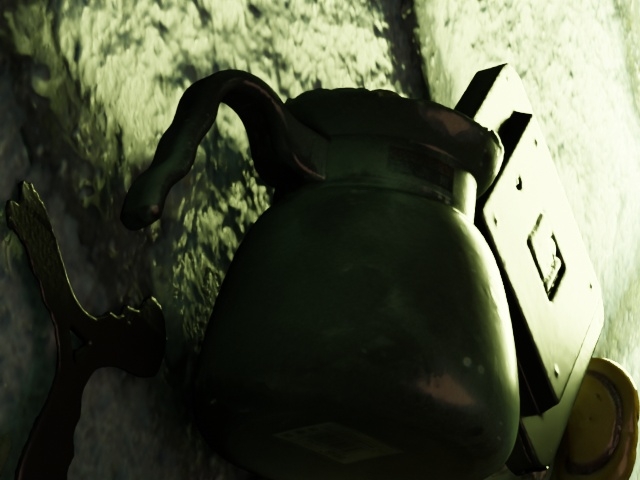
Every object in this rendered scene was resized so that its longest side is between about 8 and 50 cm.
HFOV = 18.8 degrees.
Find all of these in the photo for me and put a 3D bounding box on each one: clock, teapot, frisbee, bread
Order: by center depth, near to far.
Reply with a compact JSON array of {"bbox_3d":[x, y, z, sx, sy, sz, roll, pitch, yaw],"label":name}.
[{"bbox_3d":[-0.156,0.048,1.194,0.211,0.012,0.187,-52,131,-57],"label":"frisbee"},{"bbox_3d":[-0.003,0.010,1.355,0.223,0.305,0.285,128,-28,-61],"label":"teapot"},{"bbox_3d":[0.168,0.017,1.624,0.273,0.049,0.279,66,29,-21],"label":"clock"},{"bbox_3d":[0.243,0.189,1.821,0.225,0.081,0.134,115,-24,-75],"label":"bread"}]

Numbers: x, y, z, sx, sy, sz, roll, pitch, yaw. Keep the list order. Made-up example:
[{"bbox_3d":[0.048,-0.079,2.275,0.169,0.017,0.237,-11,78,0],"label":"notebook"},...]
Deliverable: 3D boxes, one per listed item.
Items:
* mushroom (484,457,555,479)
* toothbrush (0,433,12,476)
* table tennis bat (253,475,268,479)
[{"bbox_3d":[0.162,0.106,1.736,0.096,0.099,0.278,-6,97,-20],"label":"mushroom"},{"bbox_3d":[-0.212,0.196,1.099,0.014,0.017,0.194,50,48,-46],"label":"toothbrush"},{"bbox_3d":[0.024,0.196,1.441,0.170,0.119,0.107,-63,143,-37],"label":"table tennis bat"}]
